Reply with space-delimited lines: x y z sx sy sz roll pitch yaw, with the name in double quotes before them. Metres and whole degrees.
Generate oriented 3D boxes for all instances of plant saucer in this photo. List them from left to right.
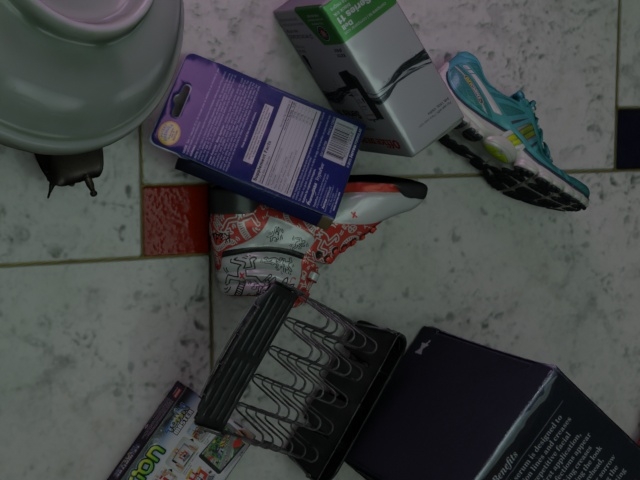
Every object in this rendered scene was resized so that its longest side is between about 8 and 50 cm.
"plant saucer" -0.269 -0.288 1.320 0.400 0.100 0.401 18 64 -42

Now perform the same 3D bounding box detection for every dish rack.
"dish rack" -0.025 0.161 1.549 0.208 0.074 0.271 -62 147 -2

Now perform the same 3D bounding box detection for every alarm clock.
"alarm clock" -0.283 -0.142 1.427 0.064 0.129 0.192 -14 103 -21

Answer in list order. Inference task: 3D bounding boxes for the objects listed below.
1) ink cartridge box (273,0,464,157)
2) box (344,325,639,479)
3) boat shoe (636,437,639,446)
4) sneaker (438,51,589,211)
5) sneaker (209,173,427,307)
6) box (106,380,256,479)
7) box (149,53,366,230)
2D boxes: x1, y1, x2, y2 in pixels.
"ink cartridge box" 0.055 -0.205 1.560 0.087 0.153 0.208 -39 109 -15
"box" 0.268 0.320 1.644 0.395 0.293 0.212 42 79 -22
"boat shoe" 0.474 0.243 1.862 0.043 0.049 0.137 43 76 -19
"sneaker" 0.248 -0.130 1.689 0.275 0.107 0.110 38 70 -24
"sneaker" -0.001 0.000 1.597 0.270 0.090 0.145 -5 99 -20
"box" -0.181 0.281 1.577 0.114 0.036 0.207 40 80 -23
"box" -0.072 -0.115 1.527 0.225 0.036 0.136 23 62 -7
